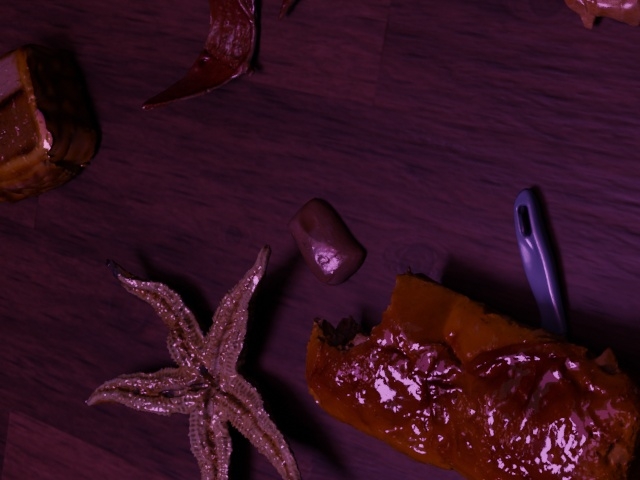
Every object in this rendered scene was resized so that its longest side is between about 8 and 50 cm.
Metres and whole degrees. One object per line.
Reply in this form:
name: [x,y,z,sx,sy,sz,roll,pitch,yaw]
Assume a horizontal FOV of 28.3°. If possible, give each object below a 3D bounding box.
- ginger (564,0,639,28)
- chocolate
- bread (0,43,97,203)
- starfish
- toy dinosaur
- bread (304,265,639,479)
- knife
ginger: [0.278,-0.296,1.173,0.176,0.052,0.193,0,93,30]
chocolate: [0.000,0.000,1.399,0.064,0.031,0.100,-43,67,24]
bread: [-0.400,-0.144,1.644,0.222,0.096,0.181,-23,76,35]
starfish: [-0.141,0.180,1.478,0.347,0.078,0.357,1,93,35]
toy dinosaur: [-0.119,-0.306,1.424,0.327,0.113,0.206,-49,65,29]
bread: [0.145,0.142,1.245,0.380,0.109,0.185,22,110,37]
knife: [0.228,0.103,1.248,0.044,0.019,0.313,-16,83,39]
